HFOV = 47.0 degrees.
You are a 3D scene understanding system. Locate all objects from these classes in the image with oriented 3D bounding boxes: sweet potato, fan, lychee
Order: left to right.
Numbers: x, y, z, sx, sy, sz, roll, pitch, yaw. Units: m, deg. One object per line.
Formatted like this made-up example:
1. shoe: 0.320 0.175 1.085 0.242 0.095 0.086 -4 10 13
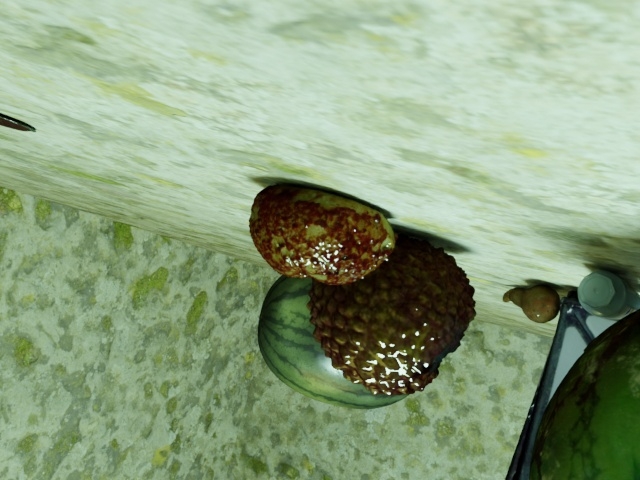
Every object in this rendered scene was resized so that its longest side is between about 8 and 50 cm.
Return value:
1. fan: -0.342 -0.129 0.743 0.085 0.005 0.133 15 176 9
2. lychee: 0.075 0.073 0.819 0.187 0.188 0.188 15 175 1
3. sweet potato: 0.289 0.083 1.009 0.050 0.050 0.214 15 180 5

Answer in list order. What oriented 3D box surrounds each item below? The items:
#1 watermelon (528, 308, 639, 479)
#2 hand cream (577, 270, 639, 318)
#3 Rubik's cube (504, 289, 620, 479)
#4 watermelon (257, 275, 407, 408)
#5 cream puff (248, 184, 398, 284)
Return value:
1. watermelon: 0.322 0.211 0.519 0.362 0.364 0.363 15 175 1
2. hand cream: 0.287 0.056 0.725 0.065 0.043 0.170 18 -178 31
3. Rubik's cube: 0.441 0.256 0.943 0.310 0.307 0.305 14 178 29
4. watermelon: 0.062 0.173 1.373 0.359 0.279 0.279 19 174 -17
5. cream puff: 0.000 0.000 0.713 0.148 0.085 0.149 15 177 1
